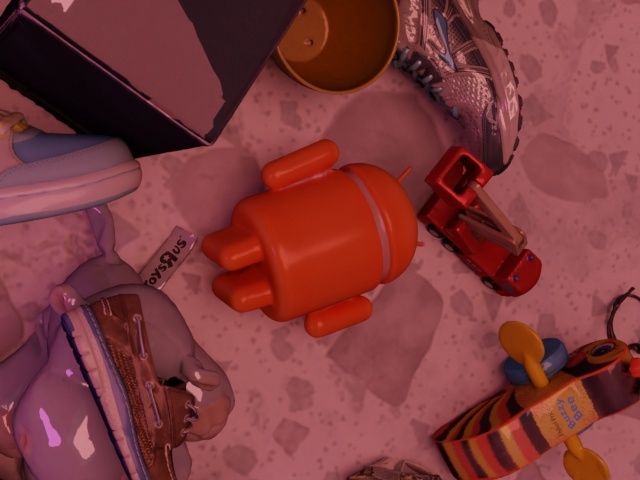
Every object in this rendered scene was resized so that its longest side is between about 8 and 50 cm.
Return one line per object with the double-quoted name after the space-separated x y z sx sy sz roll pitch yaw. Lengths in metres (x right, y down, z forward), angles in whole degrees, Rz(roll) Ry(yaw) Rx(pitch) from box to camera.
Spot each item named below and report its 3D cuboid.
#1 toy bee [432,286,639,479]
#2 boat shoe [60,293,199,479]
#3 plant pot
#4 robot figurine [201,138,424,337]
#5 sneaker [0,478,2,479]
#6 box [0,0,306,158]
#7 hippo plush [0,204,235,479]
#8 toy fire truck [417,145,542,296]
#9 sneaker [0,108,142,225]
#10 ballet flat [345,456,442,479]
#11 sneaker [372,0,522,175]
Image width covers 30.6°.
0.263 0.146 1.214 0.195 0.162 0.298 40 77 -16 "toy bee"
-0.125 0.126 0.857 0.066 0.066 0.183 -24 103 -15 "boat shoe"
-0.004 -0.208 1.132 0.134 0.095 0.134 -3 97 -26 "plant pot"
0.000 0.002 1.126 0.219 0.128 0.158 -20 70 -19 "robot figurine"
-0.320 0.223 1.023 0.124 0.107 0.283 -16 106 -26 "sneaker"
-0.122 -0.234 0.982 0.183 0.294 0.296 35 79 -18 "box"
-0.155 0.119 1.004 0.234 0.236 0.294 31 80 -19 "hippo plush"
0.166 -0.013 1.185 0.192 0.135 0.047 42 76 -17 "toy fire truck"
-0.312 -0.115 0.955 0.319 0.127 0.208 -4 98 -4 "sneaker"
0.078 0.246 1.211 0.114 0.041 0.041 16 85 -21 "ballet flat"
0.114 -0.193 1.193 0.122 0.110 0.283 -19 91 -9 "sneaker"
